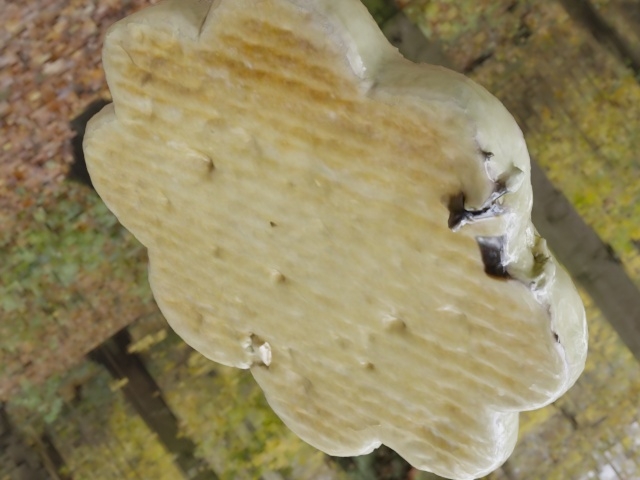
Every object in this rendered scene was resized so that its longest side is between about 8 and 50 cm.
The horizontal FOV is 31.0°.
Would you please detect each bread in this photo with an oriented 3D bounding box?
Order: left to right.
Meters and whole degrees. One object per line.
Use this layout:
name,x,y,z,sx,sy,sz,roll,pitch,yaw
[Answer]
bread,0.000,0.000,0.602,0.054,0.316,0.316,-45,-176,-35
